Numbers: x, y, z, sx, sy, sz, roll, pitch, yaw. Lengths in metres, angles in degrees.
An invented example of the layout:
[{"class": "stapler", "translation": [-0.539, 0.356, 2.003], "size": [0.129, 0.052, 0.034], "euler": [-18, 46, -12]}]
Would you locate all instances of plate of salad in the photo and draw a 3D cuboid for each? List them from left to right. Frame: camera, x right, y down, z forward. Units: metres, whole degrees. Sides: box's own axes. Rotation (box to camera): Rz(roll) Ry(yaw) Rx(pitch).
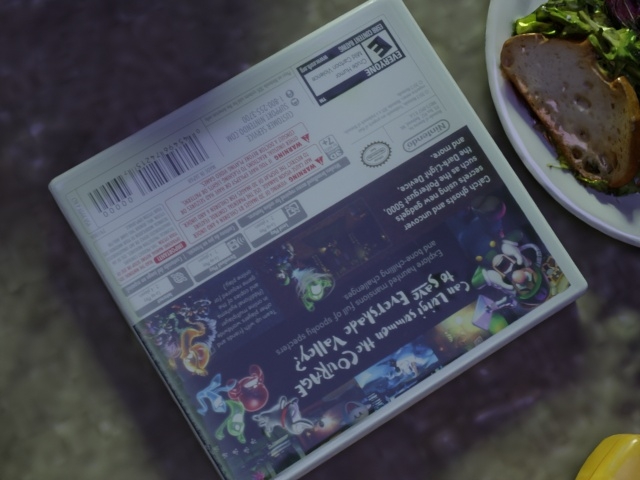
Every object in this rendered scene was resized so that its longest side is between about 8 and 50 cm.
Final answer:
[{"class": "plate of salad", "translation": [0.179, -0.092, 0.532], "size": [0.199, 0.048, 0.200], "euler": [1, 79, -4]}]

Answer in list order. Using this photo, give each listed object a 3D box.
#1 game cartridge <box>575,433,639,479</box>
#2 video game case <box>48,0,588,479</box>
[{"class": "game cartridge", "translation": [0.134, 0.294, 0.459], "size": [0.285, 0.053, 0.324], "euler": [42, 80, 3]}, {"class": "video game case", "translation": [0.000, 0.000, 0.514], "size": [0.190, 0.022, 0.173], "euler": [-31, 84, -10]}]
